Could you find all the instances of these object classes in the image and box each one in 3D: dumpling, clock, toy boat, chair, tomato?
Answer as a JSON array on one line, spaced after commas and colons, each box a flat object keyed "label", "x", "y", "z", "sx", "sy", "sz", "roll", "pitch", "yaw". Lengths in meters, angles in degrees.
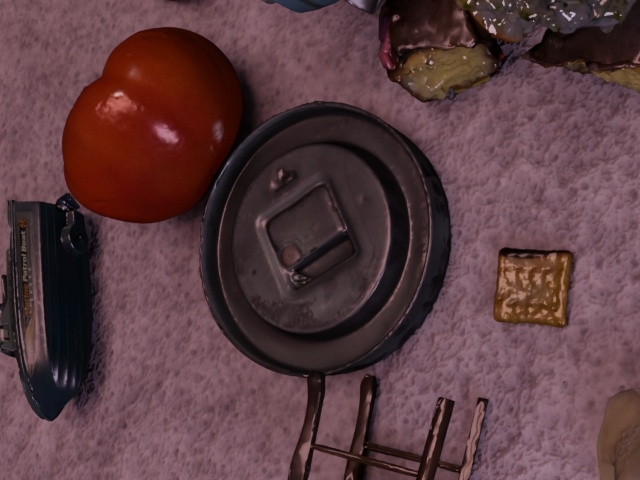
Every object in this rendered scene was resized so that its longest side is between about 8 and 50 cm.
[{"label": "dumpling", "x": 0.324, "y": 0.249, "z": 1.034, "sx": 0.216, "sy": 0.126, "sz": 0.166, "roll": 39, "pitch": 130, "yaw": 22}, {"label": "clock", "x": 0.000, "y": -0.001, "z": 1.303, "sx": 0.319, "sy": 0.066, "sz": 0.318, "roll": -5, "pitch": 80, "yaw": 32}, {"label": "toy boat", "x": -0.367, "y": 0.092, "z": 1.495, "sx": 0.122, "sy": 0.114, "sz": 0.296, "roll": -10, "pitch": 76, "yaw": 25}, {"label": "chair", "x": 0.063, "y": 0.308, "z": 1.162, "sx": 0.186, "sy": 0.160, "sz": 0.319, "roll": 8, "pitch": 86, "yaw": 28}, {"label": "tomato", "x": -0.200, "y": -0.132, "z": 1.365, "sx": 0.180, "sy": 0.260, "sz": 0.259, "roll": 30, "pitch": 100, "yaw": 3}]

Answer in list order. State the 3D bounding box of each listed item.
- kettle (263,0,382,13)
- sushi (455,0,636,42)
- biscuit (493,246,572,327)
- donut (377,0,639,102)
[{"label": "kettle", "x": -0.003, "y": -0.406, "z": 1.112, "sx": 0.319, "sy": 0.247, "sz": 0.342, "roll": 41, "pitch": 109, "yaw": 6}, {"label": "sushi", "x": 0.212, "y": -0.301, "z": 0.972, "sx": 0.184, "sy": 0.139, "sz": 0.274, "roll": 20, "pitch": 106, "yaw": -9}, {"label": "biscuit", "x": 0.222, "y": 0.049, "z": 1.179, "sx": 0.083, "sy": 0.018, "sz": 0.081, "roll": 2, "pitch": 83, "yaw": 34}, {"label": "donut", "x": 0.230, "y": -0.272, "z": 1.161, "sx": 0.345, "sy": 0.136, "sz": 0.259, "roll": 4, "pitch": 82, "yaw": 32}]
